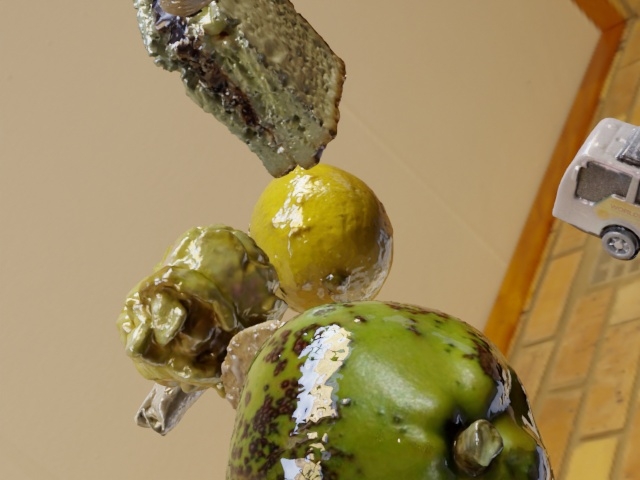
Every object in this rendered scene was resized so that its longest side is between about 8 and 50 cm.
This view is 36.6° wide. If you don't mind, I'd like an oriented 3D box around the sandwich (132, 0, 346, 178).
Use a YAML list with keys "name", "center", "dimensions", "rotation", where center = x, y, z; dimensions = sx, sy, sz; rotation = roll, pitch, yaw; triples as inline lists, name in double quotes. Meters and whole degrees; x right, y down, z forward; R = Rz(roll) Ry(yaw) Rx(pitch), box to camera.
- name: "sandwich"
  center: [-0.109, -0.269, 1.338]
  dimensions: [0.325, 0.131, 0.262]
  rotation: [45, -153, -24]

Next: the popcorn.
- name: "popcorn"
  center: [-0.153, 0.103, 1.286]
  dimensions: [0.212, 0.259, 0.259]
  rotation: [37, -130, -14]

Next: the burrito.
- name: "burrito"
  center: [-0.176, 0.177, 1.465]
  dimensions: [0.082, 0.059, 0.275]
  rotation: [36, -102, 1]

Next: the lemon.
- name: "lemon"
  center: [0.000, -0.001, 1.654]
  dimensions: [0.260, 0.260, 0.284]
  rotation: [5, -147, -43]

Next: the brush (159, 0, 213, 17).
- name: "brush"
  center: [-0.030, -0.280, 0.993]
  dimensions: [0.039, 0.299, 0.042]
  rotation: [53, -150, -59]

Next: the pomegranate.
- name: "pomegranate"
  center: [0.050, 0.155, 0.664]
  dimensions: [0.276, 0.204, 0.222]
  rotation: [54, -159, -74]

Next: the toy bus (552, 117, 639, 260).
- name: "toy bus"
  center: [0.433, -0.022, 1.066]
  dimensions: [0.097, 0.342, 0.138]
  rotation: [-49, -27, -34]

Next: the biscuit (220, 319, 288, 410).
- name: "biscuit"
  center: [-0.024, 0.187, 1.143]
  dimensions: [0.220, 0.220, 0.033]
  rotation: [56, -140, -11]
